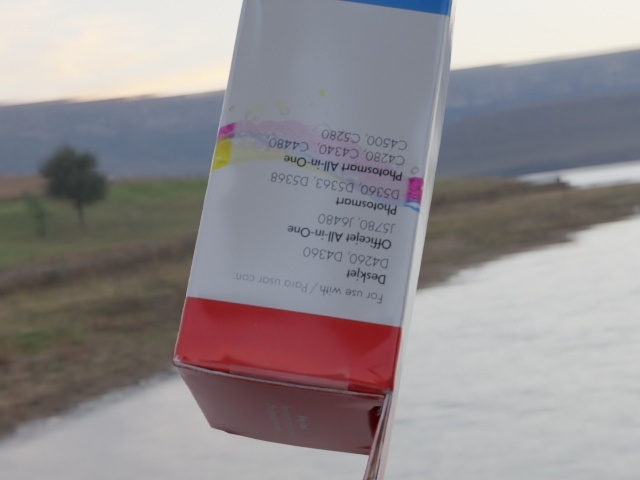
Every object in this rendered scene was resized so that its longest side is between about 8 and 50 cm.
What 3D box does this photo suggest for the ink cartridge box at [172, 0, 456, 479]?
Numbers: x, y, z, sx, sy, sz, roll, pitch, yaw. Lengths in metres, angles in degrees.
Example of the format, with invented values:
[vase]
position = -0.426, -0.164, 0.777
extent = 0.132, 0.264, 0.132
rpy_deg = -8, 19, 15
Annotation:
[ink cartridge box]
position = 0.000, 0.000, 0.591
extent = 0.078, 0.231, 0.134
rpy_deg = 9, -16, 5
